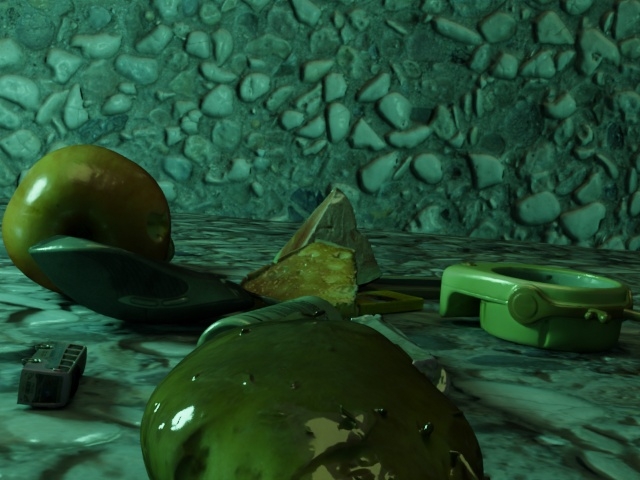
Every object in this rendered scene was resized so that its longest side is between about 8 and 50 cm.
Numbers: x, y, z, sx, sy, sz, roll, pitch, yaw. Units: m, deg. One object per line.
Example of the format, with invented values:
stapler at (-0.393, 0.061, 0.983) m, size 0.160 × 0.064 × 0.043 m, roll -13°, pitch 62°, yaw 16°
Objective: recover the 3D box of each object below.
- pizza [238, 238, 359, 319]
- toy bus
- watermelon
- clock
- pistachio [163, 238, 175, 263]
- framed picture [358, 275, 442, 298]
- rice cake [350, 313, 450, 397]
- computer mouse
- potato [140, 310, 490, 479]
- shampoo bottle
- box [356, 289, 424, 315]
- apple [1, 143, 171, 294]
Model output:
pizza at (0.001, 0.080, 1.336) m, size 0.204 × 0.081 × 0.188 m, roll 13°, pitch 33°, yaw 37°
toy bus at (-0.249, 0.124, 0.830) m, size 0.052 × 0.037 × 0.130 m, roll 9°, pitch 4°, yaw -8°
watermelon at (0.004, 0.023, 1.573) m, size 0.136 × 0.202 × 0.207 m, roll 46°, pitch -13°, yaw -27°
clock at (0.342, 0.098, 1.307) m, size 0.235 × 0.096 × 0.308 m, roll 3°, pitch 6°, yaw -30°
pistachio at (-0.354, -0.012, 1.658) m, size 0.129 × 0.131 × 0.206 m, roll -11°, pitch 19°, yaw -41°
framed picture at (0.177, 0.088, 1.684) m, size 0.265 × 0.018 × 0.192 m, roll 2°, pitch 5°, yaw -26°
rice cake at (0.083, 0.129, 1.011) m, size 0.055 × 0.049 × 0.270 m, roll -19°, pitch 10°, yaw -10°
computer mouse at (-0.199, 0.073, 1.175) m, size 0.379 × 0.090 × 0.167 m, roll 16°, pitch -4°, yaw -23°
potato at (-0.008, 0.122, 0.534) m, size 0.191 × 0.141 × 0.296 m, roll 0°, pitch 9°, yaw -18°
shampoo bottle at (-0.036, 0.107, 0.936) m, size 0.085 × 0.085 × 0.262 m, roll 7°, pitch 5°, yaw 20°
box at (0.086, 0.100, 1.439) m, size 0.155 × 0.023 × 0.086 m, roll -1°, pitch 11°, yaw -44°
apple at (-0.341, -0.021, 1.314) m, size 0.242 × 0.242 × 0.241 m, roll 4°, pitch 8°, yaw -7°
